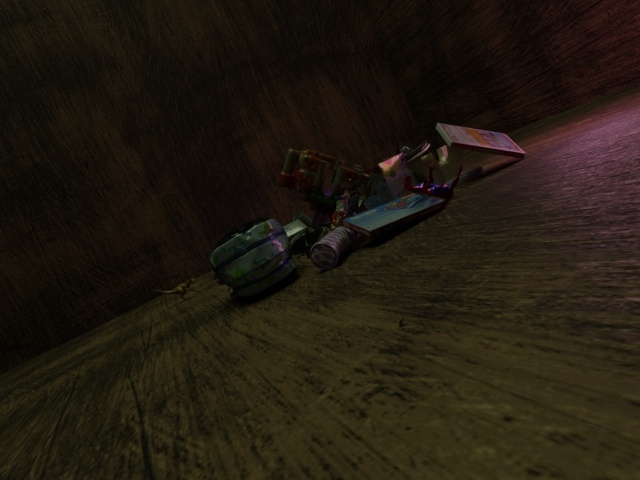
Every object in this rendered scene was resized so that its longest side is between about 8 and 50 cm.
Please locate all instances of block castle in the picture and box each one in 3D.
[{"bbox_3d":[0.066,-0.225,1.877,0.452,0.213,0.303,21,16,14],"label":"block castle"}]

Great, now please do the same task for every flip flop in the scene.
[{"bbox_3d":[0.000,0.000,1.609,0.080,0.112,0.277,0,-5,-18],"label":"flip flop"}]

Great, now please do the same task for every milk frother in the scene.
[{"bbox_3d":[-0.062,-0.075,2.310,0.143,0.134,0.129,-22,37,52],"label":"milk frother"}]

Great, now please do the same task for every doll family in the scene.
[{"bbox_3d":[0.102,-0.074,1.488,0.118,0.163,0.263,7,-6,-2],"label":"doll family"}]

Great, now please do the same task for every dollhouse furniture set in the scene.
[{"bbox_3d":[0.184,-0.218,2.326,0.197,0.152,0.301,-14,7,7],"label":"dollhouse furniture set"}]

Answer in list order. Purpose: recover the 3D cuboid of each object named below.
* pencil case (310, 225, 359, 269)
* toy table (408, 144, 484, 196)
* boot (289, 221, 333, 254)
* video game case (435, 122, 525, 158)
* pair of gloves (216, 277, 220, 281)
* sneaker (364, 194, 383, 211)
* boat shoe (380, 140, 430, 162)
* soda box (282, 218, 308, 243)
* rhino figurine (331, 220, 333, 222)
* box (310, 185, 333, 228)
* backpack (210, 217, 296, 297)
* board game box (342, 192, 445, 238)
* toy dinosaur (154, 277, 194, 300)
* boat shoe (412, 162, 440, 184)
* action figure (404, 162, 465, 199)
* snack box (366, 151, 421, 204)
[{"bbox_3d":[0.043,0.021,1.300,0.206,0.088,0.086,-36,-32,-61],"label":"pencil case"},{"bbox_3d":[0.495,-0.291,1.792,0.274,0.161,0.252,-23,6,27],"label":"toy table"},{"bbox_3d":[-0.003,-0.015,1.784,0.236,0.085,0.178,-27,8,-19],"label":"boot"},{"bbox_3d":[0.594,-0.377,1.671,0.284,0.025,0.204,7,33,-7],"label":"video game case"},{"bbox_3d":[-0.407,0.150,2.215,0.240,0.042,0.204,-26,2,-26],"label":"pair of gloves"},{"bbox_3d":[0.193,-0.064,1.471,0.081,0.091,0.232,-21,28,16],"label":"sneaker"},{"bbox_3d":[0.351,-0.354,1.829,0.233,0.079,0.084,-32,3,-12],"label":"boat shoe"},{"bbox_3d":[-0.188,0.017,2.030,0.286,0.098,0.091,-28,41,-19],"label":"soda box"},{"bbox_3d":[-0.012,-0.024,1.961,0.243,0.073,0.106,-23,9,8],"label":"rhino figurine"},{"bbox_3d":[0.026,-0.141,2.188,0.057,0.201,0.293,19,23,8],"label":"box"},{"bbox_3d":[-0.208,0.051,1.400,0.290,0.274,0.355,-24,-16,-13],"label":"backpack"},{"bbox_3d":[0.221,-0.079,1.337,0.281,0.027,0.145,-21,26,-24],"label":"board game box"},{"bbox_3d":[-0.694,0.247,2.194,0.211,0.112,0.064,-25,6,11],"label":"toy dinosaur"},{"bbox_3d":[0.423,-0.256,1.986,0.302,0.113,0.103,-27,6,19],"label":"boat shoe"},{"bbox_3d":[0.368,-0.200,1.406,0.091,0.139,0.280,20,10,32],"label":"action figure"},{"bbox_3d":[0.282,-0.203,1.650,0.174,0.207,0.070,-31,9,-41],"label":"snack box"}]
